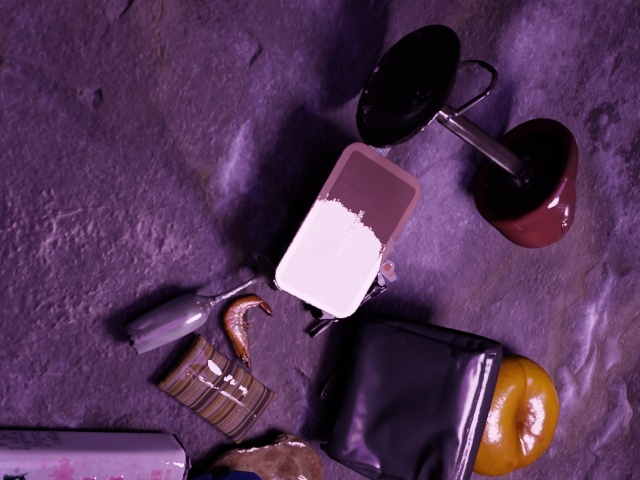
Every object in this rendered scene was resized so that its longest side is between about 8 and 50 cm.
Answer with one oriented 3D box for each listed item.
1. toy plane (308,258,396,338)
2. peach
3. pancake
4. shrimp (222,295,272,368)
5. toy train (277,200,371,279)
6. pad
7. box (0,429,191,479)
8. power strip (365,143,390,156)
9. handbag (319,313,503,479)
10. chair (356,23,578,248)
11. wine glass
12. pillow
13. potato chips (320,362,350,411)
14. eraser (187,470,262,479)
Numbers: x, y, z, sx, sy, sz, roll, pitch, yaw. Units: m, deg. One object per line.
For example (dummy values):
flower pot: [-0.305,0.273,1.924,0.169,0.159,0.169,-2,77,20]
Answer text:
toy plane: [0.050,0.091,1.594,0.197,0.053,0.078,-35,127,-15]
peach: [0.361,0.342,1.785,0.251,0.153,0.251,-14,118,-29]
pancake: [-0.107,0.442,1.615,0.236,0.042,0.222,-28,121,-16]
shrimp: [-0.119,0.154,1.530,0.091,0.025,0.127,-16,110,-26]
toy train: [0.000,0.000,1.500,0.071,0.111,0.170,39,82,-31]
pad: [0.048,-0.012,1.458,0.176,0.002,0.266,29,91,-32]
box: [-0.393,0.395,1.401,0.369,0.112,0.190,8,102,-30]
power strip: [0.093,-0.154,1.559,0.040,0.016,0.090,39,85,-32]
handbag: [0.165,0.288,1.635,0.178,0.275,0.302,-7,111,-72]
chair: [0.275,-0.164,1.541,0.401,0.226,0.227,31,89,-33]
wine glass: [-0.195,0.106,1.449,0.262,0.074,0.074,-26,116,-18]
pillow: [-0.169,0.254,1.524,0.203,0.038,0.113,43,82,-32]
potato chips: [0.091,0.276,1.686,0.209,0.026,0.142,13,100,-31]
eraser: [-0.174,0.555,1.547,0.155,0.101,0.332,1,114,-21]
